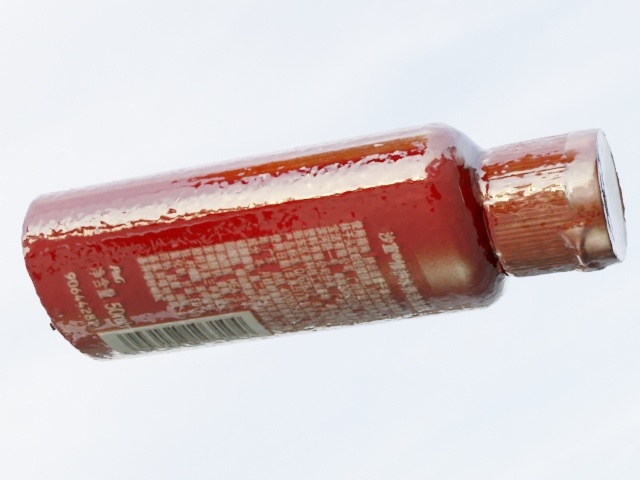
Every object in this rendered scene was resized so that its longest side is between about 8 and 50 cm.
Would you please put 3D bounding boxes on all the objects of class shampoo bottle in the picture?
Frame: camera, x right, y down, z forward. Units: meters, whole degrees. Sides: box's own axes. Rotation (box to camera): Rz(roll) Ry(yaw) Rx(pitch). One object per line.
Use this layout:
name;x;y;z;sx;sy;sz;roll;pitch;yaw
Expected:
shampoo bottle;0.000;0.000;0.816;0.314;0.076;0.118;-10;-49;21
